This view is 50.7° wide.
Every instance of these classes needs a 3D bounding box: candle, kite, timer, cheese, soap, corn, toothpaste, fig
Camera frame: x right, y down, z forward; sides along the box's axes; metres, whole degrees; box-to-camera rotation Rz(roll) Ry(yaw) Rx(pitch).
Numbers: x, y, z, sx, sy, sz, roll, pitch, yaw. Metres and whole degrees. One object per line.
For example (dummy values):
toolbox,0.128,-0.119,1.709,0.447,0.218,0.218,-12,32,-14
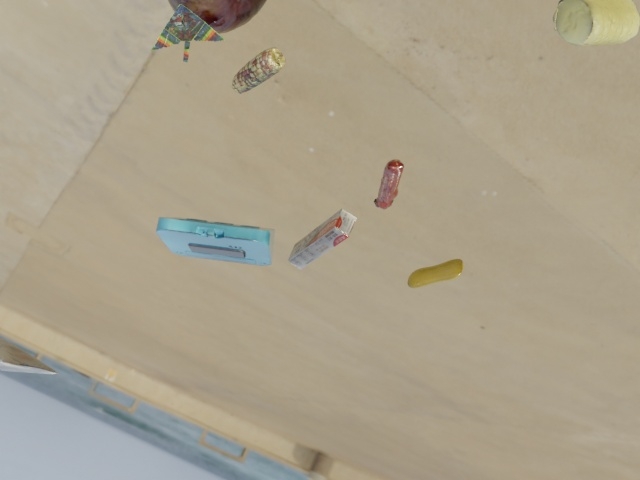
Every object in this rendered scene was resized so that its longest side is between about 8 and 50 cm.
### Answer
candle,0.175,-0.139,1.703,0.048,0.051,0.329,55,173,10
kite,-0.214,-0.330,1.075,0.122,0.090,0.004,-2,-167,3
timer,-0.214,-0.017,1.440,0.231,0.092,0.250,8,170,-1
cheese,0.603,-0.483,1.474,0.123,0.167,0.094,64,148,22
soap,0.155,0.045,0.911,0.089,0.034,0.012,-18,130,41
corn,-0.215,-0.567,2.270,0.086,0.086,0.253,36,147,-27
toothpaste,-0.596,0.212,1.253,0.323,0.066,0.100,1,161,45
fig,-0.203,-0.528,1.316,0.214,0.235,0.235,11,156,49

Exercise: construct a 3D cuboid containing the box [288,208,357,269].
box,0.000,0.000,1.481,0.039,0.055,0.218,33,147,-15
